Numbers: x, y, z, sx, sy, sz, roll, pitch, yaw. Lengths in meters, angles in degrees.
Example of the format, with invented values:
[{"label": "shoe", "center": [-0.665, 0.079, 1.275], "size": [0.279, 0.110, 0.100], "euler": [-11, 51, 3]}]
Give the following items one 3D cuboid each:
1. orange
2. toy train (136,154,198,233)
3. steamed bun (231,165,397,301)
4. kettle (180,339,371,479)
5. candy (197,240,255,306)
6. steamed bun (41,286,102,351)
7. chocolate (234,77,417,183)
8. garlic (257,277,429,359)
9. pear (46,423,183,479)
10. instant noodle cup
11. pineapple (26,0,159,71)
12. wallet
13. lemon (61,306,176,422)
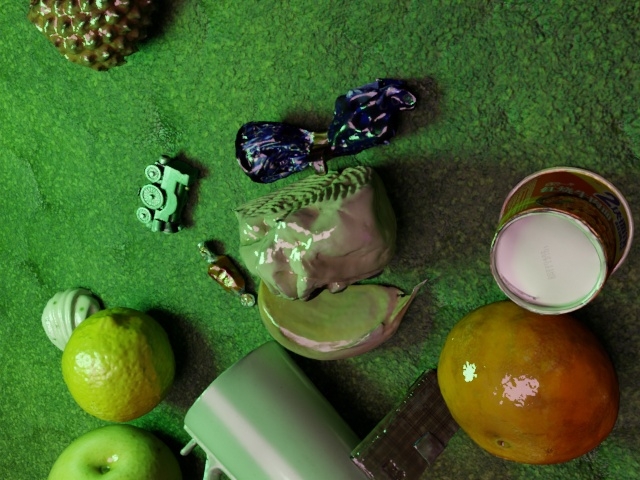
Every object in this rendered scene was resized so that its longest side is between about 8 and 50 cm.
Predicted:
[{"label": "orange", "center": [0.327, 0.230, 1.076], "size": [0.284, 0.226, 0.283], "euler": [23, 143, 19]}, {"label": "toy train", "center": [-0.330, -0.095, 1.439], "size": [0.105, 0.071, 0.178], "euler": [24, 118, 8]}, {"label": "steamed bun", "center": [0.000, 0.000, 1.182], "size": [0.320, 0.275, 0.206], "euler": [22, 139, 62]}, {"label": "kettle", "center": [-0.096, 0.454, 1.334], "size": [0.361, 0.250, 0.377], "euler": [-43, 75, -10]}, {"label": "candy", "center": [-0.207, 0.073, 1.444], "size": [0.182, 0.046, 0.053], "euler": [49, 126, 3]}, {"label": "steamed bun", "center": [-0.636, 0.212, 1.707], "size": [0.183, 0.106, 0.182], "euler": [10, 111, 26]}, {"label": "chocolate", "center": [0.016, -0.185, 1.189], "size": [0.344, 0.126, 0.148], "euler": [-14, 64, 26]}, {"label": "garlic", "center": [0.030, 0.142, 1.286], "size": [0.339, 0.151, 0.196], "euler": [9, 100, 25]}, {"label": "pear", "center": [-0.510, 0.630, 1.661], "size": [0.349, 0.348, 0.348], "euler": [11, 113, 26]}, {"label": "instant noodle cup", "center": [0.357, 0.008, 1.019], "size": [0.213, 0.174, 0.213], "euler": [11, 113, 25]}, {"label": "pineapple", "center": [-0.379, -0.503, 1.242], "size": [0.223, 0.223, 0.357], "euler": [47, 116, 6]}, {"label": "wallet", "center": [0.173, 0.362, 1.254], "size": [0.124, 0.230, 0.042], "euler": [44, 164, 6]}, {"label": "lemon", "center": [-0.465, 0.294, 1.557], "size": [0.254, 0.253, 0.310], "euler": [21, 134, 22]}]
